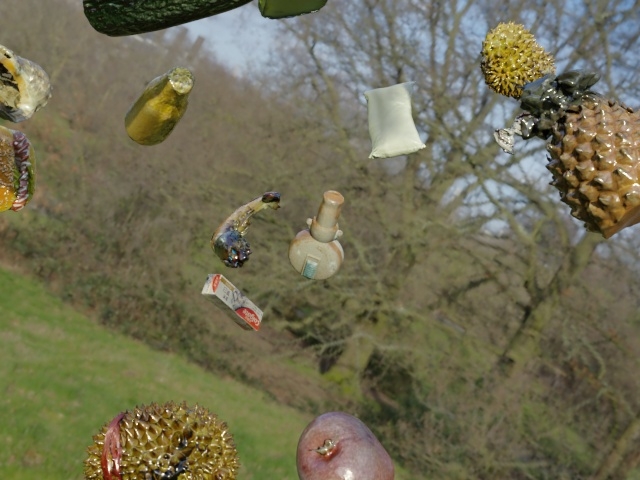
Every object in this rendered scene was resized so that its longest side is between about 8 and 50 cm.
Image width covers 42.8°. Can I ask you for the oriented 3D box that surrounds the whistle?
[{"bbox_3d":[0.000,0.000,1.522,0.107,0.220,0.057,22,41,4],"label":"whistle"}]

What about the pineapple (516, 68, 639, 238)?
[{"bbox_3d":[0.477,-0.189,1.454,0.223,0.223,0.357,19,36,-59],"label":"pineapple"}]

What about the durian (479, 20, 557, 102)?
[{"bbox_3d":[0.502,-0.442,2.035,0.250,0.183,0.138,8,18,-39],"label":"durian"}]

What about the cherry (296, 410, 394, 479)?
[{"bbox_3d":[0.065,0.572,2.086,0.307,0.221,0.261,31,27,-39],"label":"cherry"}]

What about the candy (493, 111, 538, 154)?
[{"bbox_3d":[0.528,-0.288,2.022,0.094,0.226,0.051,62,-16,6],"label":"candy"}]

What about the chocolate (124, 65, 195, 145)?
[{"bbox_3d":[-0.233,-0.203,1.217,0.086,0.085,0.219,28,-18,-19],"label":"chocolate"}]

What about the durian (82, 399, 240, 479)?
[{"bbox_3d":[-0.374,0.533,1.918,0.384,0.347,0.347,-1,-7,24],"label":"durian"}]

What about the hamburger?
[{"bbox_3d":[-0.772,-0.172,1.964,0.173,0.210,0.116,3,9,-6],"label":"hamburger"}]

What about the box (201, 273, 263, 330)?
[{"bbox_3d":[-0.207,0.151,1.950,0.039,0.055,0.218,2,-29,28],"label":"box"}]

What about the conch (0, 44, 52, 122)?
[{"bbox_3d":[-0.632,-0.320,1.662,0.207,0.130,0.155,67,1,-58],"label":"conch"}]

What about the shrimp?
[{"bbox_3d":[-0.174,-0.031,1.986,0.054,0.222,0.290,48,4,-23],"label":"shrimp"}]

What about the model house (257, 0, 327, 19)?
[{"bbox_3d":[-0.093,-0.726,2.179,0.170,0.194,0.211,130,-58,-75],"label":"model house"}]

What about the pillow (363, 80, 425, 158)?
[{"bbox_3d":[0.189,-0.314,2.112,0.078,0.144,0.254,54,26,-46],"label":"pillow"}]

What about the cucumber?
[{"bbox_3d":[-0.158,-0.290,0.951,0.241,0.074,0.074,-4,-7,22],"label":"cucumber"}]
